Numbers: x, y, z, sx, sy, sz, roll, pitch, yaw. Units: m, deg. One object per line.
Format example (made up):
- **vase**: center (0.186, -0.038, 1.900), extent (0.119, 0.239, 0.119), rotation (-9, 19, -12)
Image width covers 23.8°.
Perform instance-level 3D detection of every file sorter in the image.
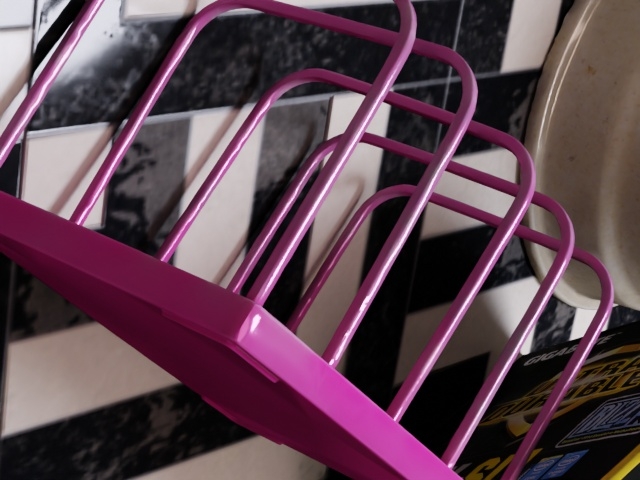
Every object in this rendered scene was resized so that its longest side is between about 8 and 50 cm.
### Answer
- **file sorter**: center (0.000, 0.000, 0.782), extent (0.182, 0.202, 0.290), rotation (-60, 142, -12)

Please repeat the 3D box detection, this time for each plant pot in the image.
- **plant pot**: center (0.365, -0.053, 1.090), extent (0.334, 0.305, 0.334), rotation (-26, 128, -39)

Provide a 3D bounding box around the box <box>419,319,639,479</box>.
- **box**: center (0.167, 0.137, 0.976), extent (0.257, 0.322, 0.079), rotation (-36, 95, -33)
